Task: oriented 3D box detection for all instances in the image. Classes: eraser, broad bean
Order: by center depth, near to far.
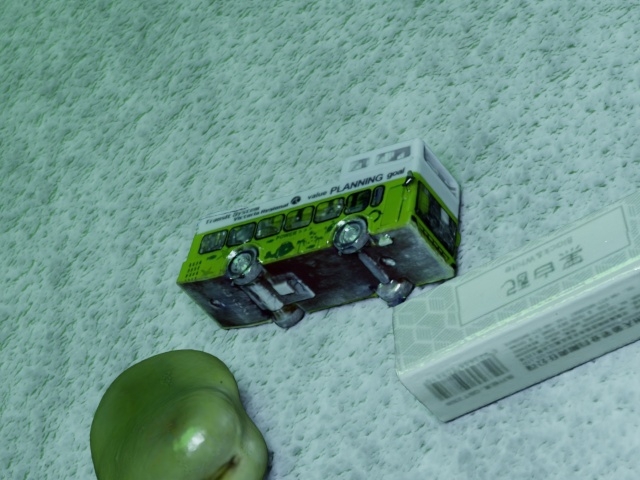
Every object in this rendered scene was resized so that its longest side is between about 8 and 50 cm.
[{"bbox_3d":[0.259,0.036,1.793,0.404,0.098,0.096,-26,43,20],"label":"eraser"},{"bbox_3d":[-0.151,0.206,1.994,0.189,0.121,0.263,-52,25,-2],"label":"broad bean"}]

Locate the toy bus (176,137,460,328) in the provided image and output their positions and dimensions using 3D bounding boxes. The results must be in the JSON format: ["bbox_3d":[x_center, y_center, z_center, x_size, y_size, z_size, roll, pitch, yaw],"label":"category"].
[{"bbox_3d":[0.000,0.000,2.038,0.301,0.113,0.139,-15,44,32],"label":"toy bus"}]
